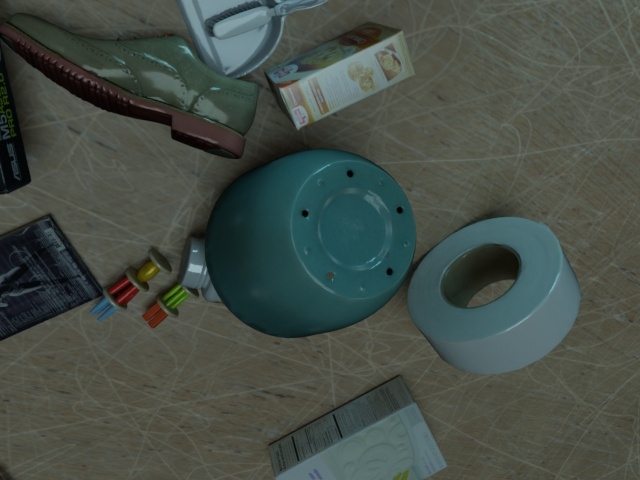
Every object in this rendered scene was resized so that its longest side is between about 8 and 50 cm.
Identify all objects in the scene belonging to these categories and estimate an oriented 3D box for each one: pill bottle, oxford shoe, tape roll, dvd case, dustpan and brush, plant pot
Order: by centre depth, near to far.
[{"bbox_3d":[-0.253,-0.237,0.790,0.348,0.123,0.130,23,85,-23],"label":"oxford shoe"},{"bbox_3d":[-0.084,-0.323,0.806,0.211,0.060,0.147,-22,121,-4],"label":"dustpan and brush"},{"bbox_3d":[0.000,0.000,0.824,0.293,0.235,0.293,3,82,-23],"label":"plant pot"},{"bbox_3d":[-0.496,0.071,0.915,0.221,0.018,0.164,-25,121,-4],"label":"dvd case"},{"bbox_3d":[-0.124,0.056,0.956,0.215,0.117,0.117,13,112,-22],"label":"pill bottle"},{"bbox_3d":[0.301,0.091,1.000,0.286,0.286,0.100,-37,119,4],"label":"tape roll"}]

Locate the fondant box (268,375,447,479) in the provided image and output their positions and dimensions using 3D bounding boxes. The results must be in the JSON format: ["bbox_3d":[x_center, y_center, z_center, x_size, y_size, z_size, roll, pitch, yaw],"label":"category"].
[{"bbox_3d":[0.087,0.476,1.244,0.330,0.096,0.238,-28,120,0],"label":"fondant box"}]

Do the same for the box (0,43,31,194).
[{"bbox_3d":[-0.504,-0.190,0.702,0.216,0.060,0.270,0,110,4],"label":"box"}]

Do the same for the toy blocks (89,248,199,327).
[{"bbox_3d":[-0.302,0.102,0.961,0.148,0.054,0.123,-39,119,2],"label":"toy blocks"}]

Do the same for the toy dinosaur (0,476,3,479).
[{"bbox_3d":[-0.672,0.543,1.039,0.218,0.164,0.322,-22,99,-23],"label":"toy dinosaur"}]

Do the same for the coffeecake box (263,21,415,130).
[{"bbox_3d":[0.022,-0.246,0.829,0.185,0.142,0.068,-26,120,-2],"label":"coffeecake box"}]
